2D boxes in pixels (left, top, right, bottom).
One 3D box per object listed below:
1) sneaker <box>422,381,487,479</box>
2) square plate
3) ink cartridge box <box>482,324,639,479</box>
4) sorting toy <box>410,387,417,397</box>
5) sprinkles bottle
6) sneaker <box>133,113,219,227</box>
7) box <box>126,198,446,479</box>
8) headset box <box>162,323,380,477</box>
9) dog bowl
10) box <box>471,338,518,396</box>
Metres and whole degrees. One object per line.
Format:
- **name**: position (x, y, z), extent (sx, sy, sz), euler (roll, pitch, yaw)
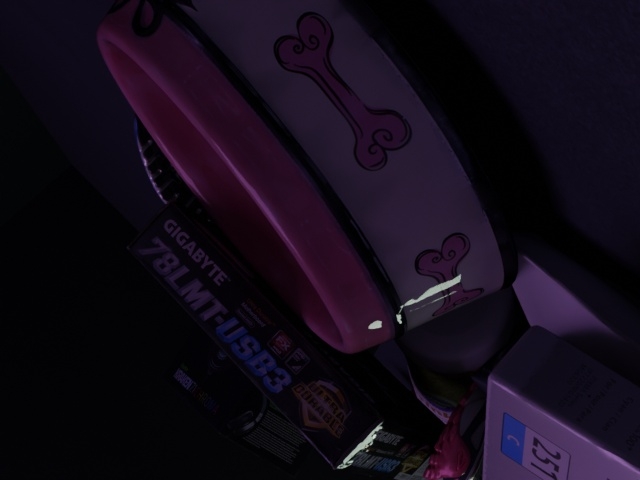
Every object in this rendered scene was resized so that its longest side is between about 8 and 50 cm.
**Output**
- **sneaker**: position (0.204, 0.195, 1.572), extent (0.112, 0.121, 0.299), euler (36, -161, 28)
- **square plate**: position (0.307, 0.158, 1.316), extent (0.344, 0.049, 0.347), euler (40, 168, 40)
- **ink cartridge box**: position (0.245, 0.225, 1.227), extent (0.261, 0.066, 0.296), euler (31, 151, 25)
- **sorting toy**: position (0.200, 0.335, 2.423), extent (0.255, 0.089, 0.257), euler (51, 171, -20)
- **sprinkles bottle**: position (0.146, 0.118, 1.663), extent (0.121, 0.121, 0.355), euler (44, 171, 22)
- **sneaker**: position (-0.161, -0.070, 2.255), extent (0.147, 0.130, 0.330), euler (30, 161, 54)
- **box**: position (-0.018, 0.106, 1.554), extent (0.295, 0.073, 0.293), euler (44, -177, 22)
- **headset box**: position (-0.048, 0.127, 2.136), extent (0.131, 0.283, 0.246), euler (35, 178, -26)
- **dog bowl**: position (-0.025, -0.080, 1.331), extent (0.408, 0.150, 0.408), euler (50, 171, 11)
- **box**: position (0.239, 0.182, 1.385), extent (0.183, 0.059, 0.232), euler (49, 172, -13)
